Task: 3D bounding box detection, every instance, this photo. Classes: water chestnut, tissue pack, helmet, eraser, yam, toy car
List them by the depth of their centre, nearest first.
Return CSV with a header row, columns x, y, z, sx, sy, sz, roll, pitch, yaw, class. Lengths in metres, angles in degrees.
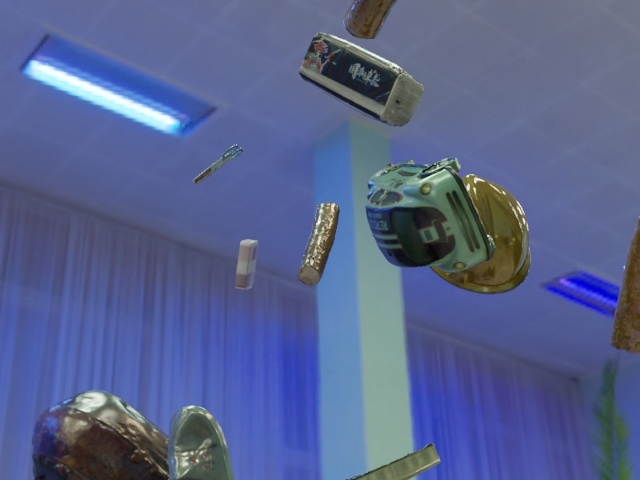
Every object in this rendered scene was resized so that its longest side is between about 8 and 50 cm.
x,y,z,sx,sy,sz,roll,pitch,yaw,class
0.000,0.000,1.150,0.032,0.145,0.032,5,-56,8,yam
0.123,-0.390,1.333,0.066,0.066,0.299,16,-48,-28,yam
0.127,-0.029,1.363,0.125,0.136,0.306,-27,11,-12,toy car
0.064,-0.246,1.531,0.103,0.170,0.090,10,-69,-60,tissue pack
0.272,-0.040,1.735,0.205,0.257,0.140,-15,-36,-22,helmet
-0.440,0.470,1.933,0.351,0.302,0.350,24,-40,22,water chestnut
-0.159,0.052,2.146,0.026,0.105,0.065,9,5,9,eraser

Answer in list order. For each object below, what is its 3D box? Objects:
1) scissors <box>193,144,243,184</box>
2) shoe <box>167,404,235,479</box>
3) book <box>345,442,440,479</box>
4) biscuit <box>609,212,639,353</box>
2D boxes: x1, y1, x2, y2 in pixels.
x,y,z,sx,sy,sz,roll,pitch,yaw,class
-0.209,-0.152,2.005,0.119,0.014,0.058,-37,-14,6,scissors
-0.175,0.333,1.427,0.079,0.195,0.078,-28,-13,27,shoe
-0.052,0.359,1.273,0.371,0.043,0.260,-13,-17,-37,book
0.722,0.058,1.631,0.430,0.104,0.446,19,-58,26,biscuit
